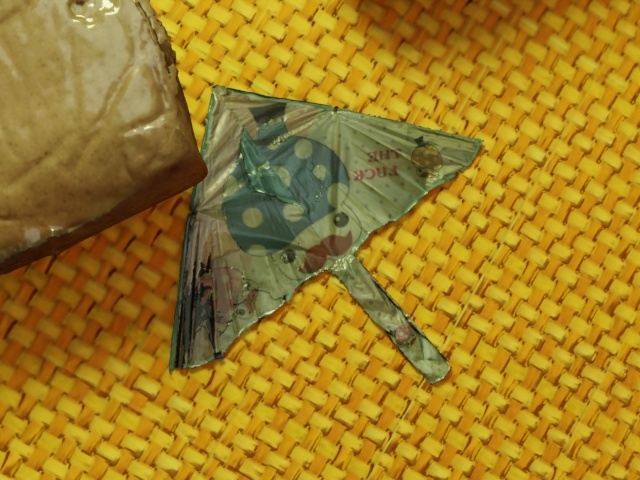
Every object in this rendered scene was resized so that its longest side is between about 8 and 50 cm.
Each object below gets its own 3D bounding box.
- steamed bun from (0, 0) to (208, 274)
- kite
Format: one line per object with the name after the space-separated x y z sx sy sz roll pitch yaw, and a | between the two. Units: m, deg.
-0.233 -0.142 1.091 0.251 0.199 0.301 -26 98 5 | steamed bun
0.000 0.000 1.216 0.335 0.011 0.314 -38 95 -9 | kite
